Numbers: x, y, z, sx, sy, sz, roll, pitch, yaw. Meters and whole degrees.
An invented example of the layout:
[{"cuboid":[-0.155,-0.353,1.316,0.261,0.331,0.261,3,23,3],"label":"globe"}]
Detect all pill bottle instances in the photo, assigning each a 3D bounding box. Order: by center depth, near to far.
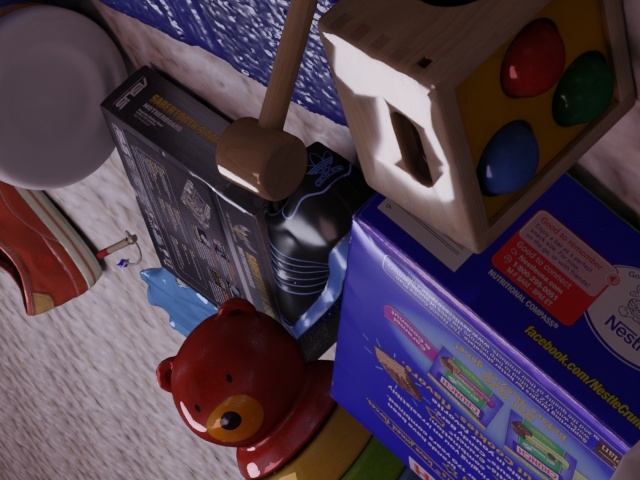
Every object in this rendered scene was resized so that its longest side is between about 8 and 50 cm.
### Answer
[{"cuboid":[-0.288,-0.137,1.621,0.272,0.152,0.152,19,147,54],"label":"pill bottle"}]

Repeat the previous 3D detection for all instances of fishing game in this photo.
[{"cuboid":[-0.096,0.080,1.814,0.264,0.041,0.189,42,162,-9],"label":"fishing game"}]

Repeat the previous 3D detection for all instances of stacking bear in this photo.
[{"cuboid":[0.001,0.169,1.526,0.289,0.175,0.164,42,-152,-15],"label":"stacking bear"}]

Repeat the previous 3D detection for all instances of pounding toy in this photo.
[{"cuboid":[0.052,-0.078,0.917,0.094,0.206,0.181,33,156,35],"label":"pounding toy"}]

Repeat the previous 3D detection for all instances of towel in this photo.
[{"cuboid":[-0.059,-0.186,1.150,0.308,0.076,0.228,30,162,32],"label":"towel"}]

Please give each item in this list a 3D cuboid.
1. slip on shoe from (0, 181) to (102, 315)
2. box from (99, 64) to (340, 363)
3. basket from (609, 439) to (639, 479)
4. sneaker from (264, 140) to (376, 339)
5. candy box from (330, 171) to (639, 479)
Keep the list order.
[{"cuboid":[-0.381,-0.053,2.067,0.331,0.101,0.123,48,163,3],"label":"slip on shoe"},{"cuboid":[-0.077,-0.016,1.552,0.183,0.056,0.231,34,157,30],"label":"box"},{"cuboid":[0.285,0.236,0.876,0.266,0.331,0.328,50,162,-25],"label":"basket"},{"cuboid":[0.000,0.000,1.398,0.090,0.081,0.232,53,158,9],"label":"sneaker"},{"cuboid":[0.141,0.095,1.202,0.268,0.122,0.317,41,159,14],"label":"candy box"}]
